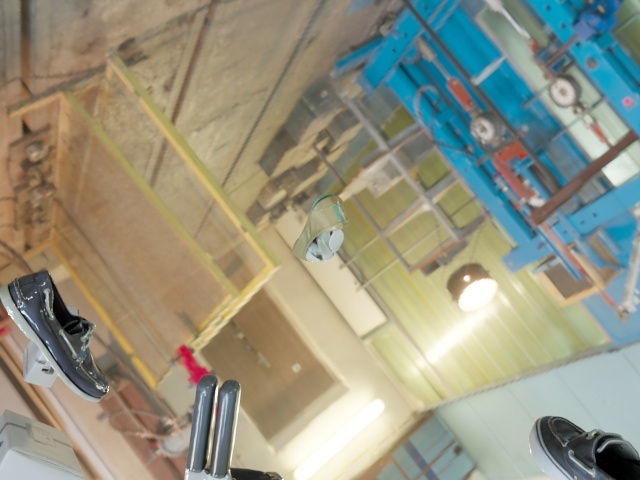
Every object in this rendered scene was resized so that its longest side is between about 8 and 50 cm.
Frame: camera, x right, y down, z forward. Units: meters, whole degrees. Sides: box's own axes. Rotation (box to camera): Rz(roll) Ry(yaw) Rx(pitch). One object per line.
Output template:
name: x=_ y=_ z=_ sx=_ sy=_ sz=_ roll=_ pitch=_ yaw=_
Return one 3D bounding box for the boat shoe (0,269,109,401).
boat shoe: x=-0.312 y=0.121 z=0.936 sx=0.065 sy=0.206 sz=0.075 roll=-32 pitch=-147 yaw=-8

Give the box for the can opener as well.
can opener: x=-0.175 y=0.340 z=1.206 sx=0.093 sy=0.074 sz=0.280 roll=-66 pitch=165 yaw=-69

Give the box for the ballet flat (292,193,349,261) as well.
ballet flat: x=0.000 y=0.000 z=1.344 sx=0.080 sy=0.073 sz=0.232 roll=-25 pitch=162 yaw=-19

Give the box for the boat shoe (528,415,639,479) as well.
boat shoe: x=0.377 y=0.302 z=1.001 sx=0.301 sy=0.108 sz=0.102 roll=-116 pitch=-145 yaw=-70

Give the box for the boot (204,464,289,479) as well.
boot: x=-0.155 y=0.521 z=1.550 sx=0.236 sy=0.179 sz=0.085 roll=165 pitch=-64 yaw=-72

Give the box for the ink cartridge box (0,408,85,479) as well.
ink cartridge box: x=-0.469 y=0.392 z=1.129 sx=0.207 sy=0.117 sz=0.283 roll=-64 pitch=-159 yaw=-12

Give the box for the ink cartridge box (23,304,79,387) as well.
ink cartridge box: x=-0.529 y=0.206 z=1.483 sx=0.135 sy=0.056 sz=0.099 roll=-54 pitch=-145 yaw=17
